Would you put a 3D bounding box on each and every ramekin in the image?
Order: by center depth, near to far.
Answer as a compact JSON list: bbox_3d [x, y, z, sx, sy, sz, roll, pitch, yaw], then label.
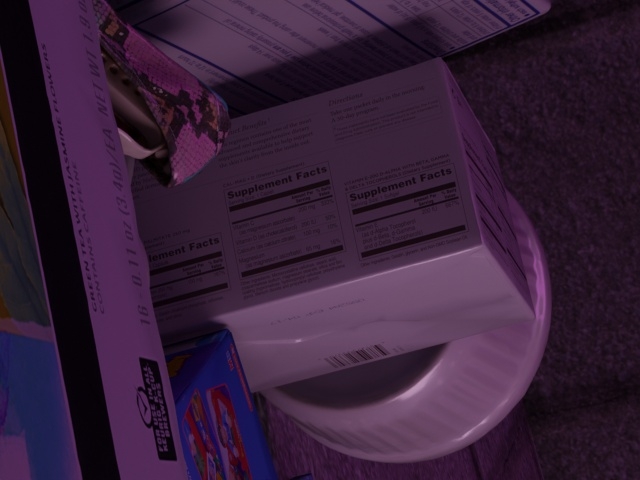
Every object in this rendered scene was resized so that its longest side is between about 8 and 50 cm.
[{"bbox_3d":[0.042,0.043,1.515,0.127,0.273,0.273,26,50,-63],"label":"ramekin"}]

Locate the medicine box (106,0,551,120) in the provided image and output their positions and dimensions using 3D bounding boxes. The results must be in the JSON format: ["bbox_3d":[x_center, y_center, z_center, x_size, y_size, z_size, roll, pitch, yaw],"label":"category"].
[{"bbox_3d":[-0.030,-0.204,1.284,0.263,0.289,0.149,21,52,-61],"label":"medicine box"}]

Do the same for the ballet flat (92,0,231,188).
[{"bbox_3d":[-0.152,-0.115,1.140,0.221,0.077,0.079,42,55,-13],"label":"ballet flat"}]

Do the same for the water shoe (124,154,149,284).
[{"bbox_3d":[-0.159,-0.012,1.146,0.080,0.073,0.203,36,31,-39],"label":"water shoe"}]

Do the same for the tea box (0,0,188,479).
[{"bbox_3d":[-0.196,0.014,0.516,0.323,0.220,0.329,25,51,-74],"label":"tea box"}]

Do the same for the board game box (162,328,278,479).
[{"bbox_3d":[-0.064,0.255,1.182,0.233,0.078,0.347,-52,126,-76],"label":"board game box"}]

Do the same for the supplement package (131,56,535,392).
[{"bbox_3d":[0.000,0.000,1.346,0.204,0.262,0.145,45,32,-67],"label":"supplement package"}]

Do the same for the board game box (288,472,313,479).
[{"bbox_3d":[-0.014,0.247,1.567,0.090,0.020,0.090,-5,80,-77],"label":"board game box"}]

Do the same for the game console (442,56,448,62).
[{"bbox_3d":[0.098,-0.331,1.767,0.342,0.060,0.386,-55,151,-30],"label":"game console"}]
